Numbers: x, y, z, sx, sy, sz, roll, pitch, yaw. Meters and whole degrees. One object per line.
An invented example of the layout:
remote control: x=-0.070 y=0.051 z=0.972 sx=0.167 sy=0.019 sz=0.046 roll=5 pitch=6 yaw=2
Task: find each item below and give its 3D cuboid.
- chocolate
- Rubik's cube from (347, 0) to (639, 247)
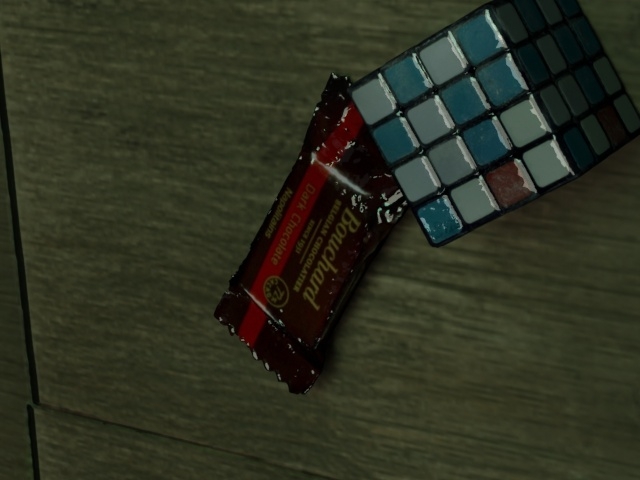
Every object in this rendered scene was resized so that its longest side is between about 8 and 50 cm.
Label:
chocolate: x=0.000 y=0.000 z=0.943 sx=0.086 sy=0.028 sz=0.182 roll=38 pitch=122 yaw=23
Rubik's cube: x=0.087 y=-0.065 z=0.825 sx=0.092 sy=0.092 sz=0.092 roll=-28 pitch=91 yaw=35
